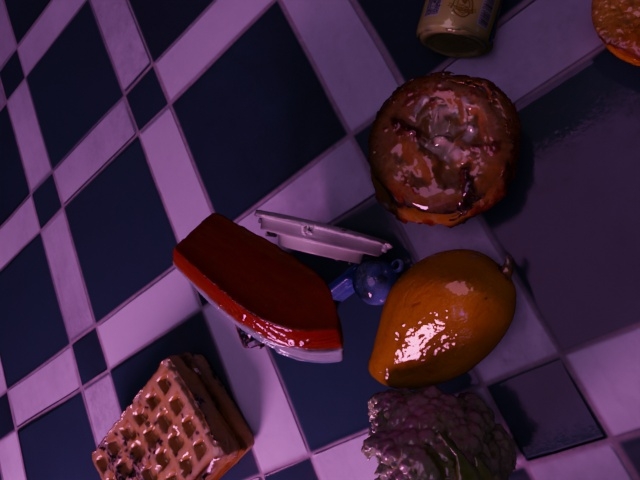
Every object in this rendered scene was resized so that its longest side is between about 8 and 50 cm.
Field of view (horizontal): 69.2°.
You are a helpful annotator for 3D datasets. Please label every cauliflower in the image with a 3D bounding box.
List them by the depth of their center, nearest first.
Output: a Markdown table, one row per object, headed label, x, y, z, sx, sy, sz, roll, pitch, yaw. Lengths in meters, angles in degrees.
| label | x | y | z | sx | sy | sz | roll | pitch | yaw |
| --- | --- | --- | --- | --- | --- | --- | --- | --- | --- |
| cauliflower | 0.157 | 0.361 | 0.690 | 0.239 | 0.256 | 0.315 | 19 | 127 | 12 |

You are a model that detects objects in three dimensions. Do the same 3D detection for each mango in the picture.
| label | x | y | z | sx | sy | sz | roll | pitch | yaw |
| --- | --- | --- | --- | --- | --- | --- | --- | --- | --- |
| mango | 0.181 | 0.130 | 0.728 | 0.176 | 0.119 | 0.317 | 38 | 119 | 9 |

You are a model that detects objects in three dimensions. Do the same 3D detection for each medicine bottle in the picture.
| label | x | y | z | sx | sy | sz | roll | pitch | yaw |
| --- | --- | --- | --- | --- | --- | --- | --- | --- | --- |
| medicine bottle | 0.239 | -0.424 | 0.732 | 0.124 | 0.124 | 0.239 | 18 | 95 | 30 |

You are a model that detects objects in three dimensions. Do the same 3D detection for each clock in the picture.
| label | x | y | z | sx | sy | sz | roll | pitch | yaw |
| --- | --- | --- | --- | --- | --- | --- | --- | --- | --- |
| clock | 0.000 | 0.000 | 0.774 | 0.236 | 0.236 | 0.053 | 14 | 88 | 30 |

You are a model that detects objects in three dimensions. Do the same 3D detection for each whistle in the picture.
| label | x | y | z | sx | sy | sz | roll | pitch | yaw |
| --- | --- | --- | --- | --- | --- | --- | --- | --- | --- |
| whistle | 0.083 | 0.081 | 0.811 | 0.158 | 0.090 | 0.090 | -41 | 68 | 24 |

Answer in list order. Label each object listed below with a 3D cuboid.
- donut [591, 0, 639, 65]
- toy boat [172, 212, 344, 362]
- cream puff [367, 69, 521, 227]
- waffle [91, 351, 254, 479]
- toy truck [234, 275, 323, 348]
| label | x | y | z | sx | sy | sz | roll | pitch | yaw |
| --- | --- | --- | --- | --- | --- | --- | --- | --- | --- |
| donut | 0.468 | -0.309 | 0.616 | 0.190 | 0.075 | 0.174 | 18 | 97 | 34 |
| toy boat | -0.094 | 0.096 | 0.793 | 0.332 | 0.133 | 0.145 | 32 | 59 | 17 |
| cream puff | 0.188 | -0.134 | 0.720 | 0.240 | 0.164 | 0.240 | -3 | 80 | 16 |
| waffle | -0.341 | 0.454 | 1.018 | 0.376 | 0.114 | 0.261 | -49 | 66 | 19 |
| toy truck | -0.067 | 0.139 | 0.893 | 0.192 | 0.092 | 0.083 | -28 | 74 | 17 |
